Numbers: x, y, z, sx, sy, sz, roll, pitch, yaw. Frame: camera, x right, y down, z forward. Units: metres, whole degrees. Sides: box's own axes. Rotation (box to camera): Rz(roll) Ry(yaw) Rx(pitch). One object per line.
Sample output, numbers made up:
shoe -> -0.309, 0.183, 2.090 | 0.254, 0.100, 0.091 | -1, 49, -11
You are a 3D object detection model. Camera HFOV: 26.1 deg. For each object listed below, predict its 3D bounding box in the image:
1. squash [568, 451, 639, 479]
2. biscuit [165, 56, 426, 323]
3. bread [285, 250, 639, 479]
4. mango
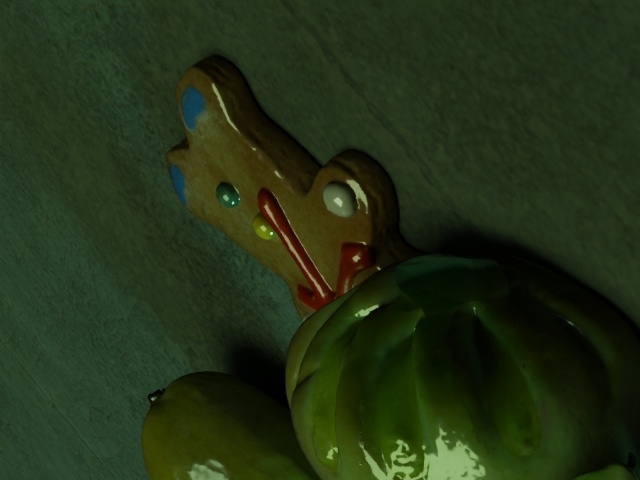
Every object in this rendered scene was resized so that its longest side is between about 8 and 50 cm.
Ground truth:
squash -> 0.163, 0.205, 0.879 | 0.252, 0.093, 0.169 | -152, 37, -87
biscuit -> -0.002, 0.002, 1.033 | 0.324, 0.049, 0.205 | 40, 148, 16
bread -> 0.096, 0.108, 0.884 | 0.261, 0.156, 0.158 | -12, 122, 12
mango -> -0.035, 0.256, 1.263 | 0.331, 0.142, 0.195 | 51, 156, -4
